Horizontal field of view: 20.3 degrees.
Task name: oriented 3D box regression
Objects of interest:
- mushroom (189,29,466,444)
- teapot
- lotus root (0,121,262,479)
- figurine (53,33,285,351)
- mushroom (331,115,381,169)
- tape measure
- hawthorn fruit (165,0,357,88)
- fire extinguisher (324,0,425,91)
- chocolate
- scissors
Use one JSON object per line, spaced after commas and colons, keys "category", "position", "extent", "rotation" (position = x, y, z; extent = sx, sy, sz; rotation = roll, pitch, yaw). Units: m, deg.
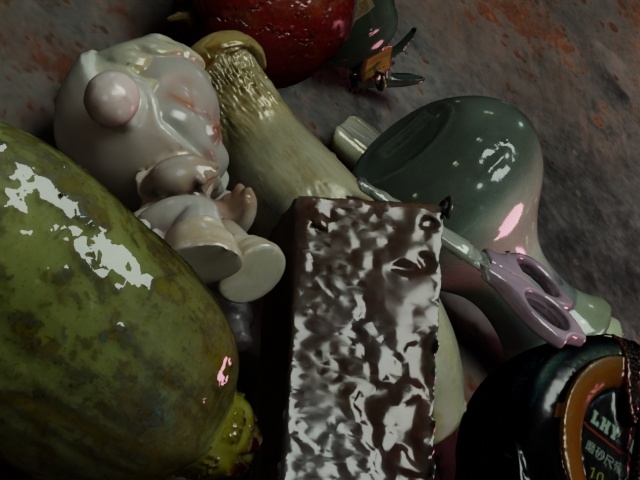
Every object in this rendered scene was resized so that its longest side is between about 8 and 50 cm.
{"category": "mushroom", "position": [0.000, 0.000, 1.351], "extent": [0.095, 0.123, 0.351], "rotation": [-26, 80, -36]}
{"category": "teapot", "position": [0.138, 0.012, 1.473], "extent": [0.251, 0.183, 0.183], "rotation": [51, 31, -21]}
{"category": "lotus root", "position": [-0.156, 0.047, 1.070], "extent": [0.309, 0.173, 0.173], "rotation": [38, 35, -15]}
{"category": "figurine", "position": [-0.114, -0.042, 1.252], "extent": [0.182, 0.144, 0.256], "rotation": [20, 38, -34]}
{"category": "mushroom", "position": [0.090, -0.044, 1.571], "extent": [0.202, 0.054, 0.059], "rotation": [31, 32, -18]}
{"category": "tape measure", "position": [0.200, 0.183, 1.372], "extent": [0.202, 0.135, 0.223], "rotation": [36, 57, -24]}
{"category": "hawthorn fruit", "position": [-0.062, -0.188, 1.450], "extent": [0.172, 0.148, 0.148], "rotation": [-25, 77, -41]}
{"category": "fire extinguisher", "position": [0.007, -0.251, 1.556], "extent": [0.095, 0.114, 0.311], "rotation": [44, -22, 54]}
{"category": "chocolate", "position": [0.013, 0.115, 1.179], "extent": [0.112, 0.112, 0.321], "rotation": [10, 66, -11]}
{"category": "scissors", "position": [0.109, 0.012, 1.327], "extent": [0.212, 0.021, 0.110], "rotation": [30, 23, -18]}
